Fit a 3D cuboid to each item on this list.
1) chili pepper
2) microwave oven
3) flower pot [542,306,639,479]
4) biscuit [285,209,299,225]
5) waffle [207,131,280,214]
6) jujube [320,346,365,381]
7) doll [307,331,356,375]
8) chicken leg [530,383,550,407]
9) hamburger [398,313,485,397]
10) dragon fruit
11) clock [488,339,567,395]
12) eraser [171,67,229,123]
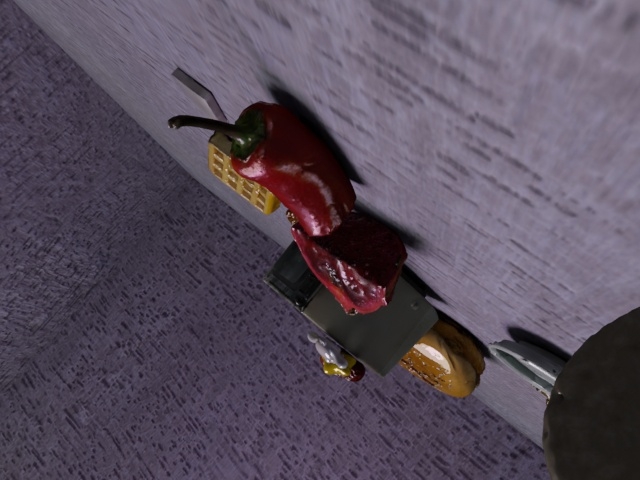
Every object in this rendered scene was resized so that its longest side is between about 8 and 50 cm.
[{"bbox_3d":[-0.071,-0.143,0.775,0.338,0.131,0.134,41,-161,-44],"label":"chili pepper"},{"bbox_3d":[0.070,0.135,1.335,0.333,0.247,0.394,43,172,-20],"label":"microwave oven"},{"bbox_3d":[0.338,0.215,0.340,0.330,0.293,0.293,46,171,-14],"label":"flower pot"},{"bbox_3d":[0.000,0.000,1.683,0.305,0.038,0.305,39,173,6],"label":"biscuit"},{"bbox_3d":[-0.217,-0.183,1.434,0.248,0.055,0.221,38,162,0],"label":"waffle"},{"bbox_3d":[0.062,0.335,1.362,0.129,0.077,0.077,27,171,9],"label":"jujube"},{"bbox_3d":[0.017,0.257,1.149,0.135,0.071,0.113,40,165,25],"label":"doll"},{"bbox_3d":[0.565,0.392,1.174,0.178,0.070,0.093,46,180,6],"label":"chicken leg"},{"bbox_3d":[0.326,0.307,1.463,0.305,0.174,0.284,25,154,38],"label":"hamburger"},{"bbox_3d":[0.076,0.055,1.032,0.262,0.134,0.211,35,145,33],"label":"dragon fruit"},{"bbox_3d":[0.441,0.256,0.967,0.236,0.053,0.236,37,175,4],"label":"clock"},{"bbox_3d":[-0.268,-0.316,1.130,0.104,0.023,0.150,38,173,11],"label":"eraser"}]
